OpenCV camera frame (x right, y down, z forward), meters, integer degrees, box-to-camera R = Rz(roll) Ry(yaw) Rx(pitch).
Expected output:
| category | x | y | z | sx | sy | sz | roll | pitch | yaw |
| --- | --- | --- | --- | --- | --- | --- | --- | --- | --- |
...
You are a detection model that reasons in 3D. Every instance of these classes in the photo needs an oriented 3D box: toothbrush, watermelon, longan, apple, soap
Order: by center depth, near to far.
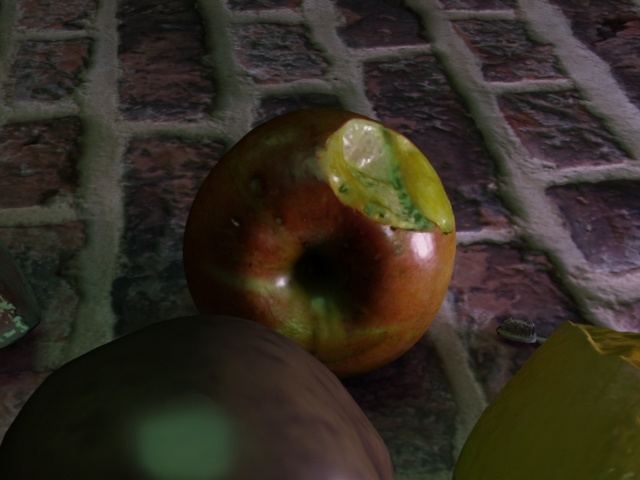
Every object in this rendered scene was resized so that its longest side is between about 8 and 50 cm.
| category | x | y | z | sx | sy | sz | roll | pitch | yaw |
| --- | --- | --- | --- | --- | --- | --- | --- | --- | --- |
| longan | -0.107 | 0.242 | 1.144 | 0.404 | 0.336 | 0.404 | 11 | 14 | -3 |
| soap | 0.322 | 0.198 | 1.380 | 0.306 | 0.115 | 0.427 | 5 | 34 | 35 |
| apple | 0.000 | 0.000 | 1.545 | 0.339 | 0.339 | 0.339 | 0 | 32 | 0 |
| watermelon | -0.487 | 0.078 | 1.585 | 0.260 | 0.176 | 0.256 | -43 | 39 | -19 |
| toothbrush | 0.372 | 0.140 | 1.605 | 0.294 | 0.028 | 0.026 | 12 | 35 | 10 |
